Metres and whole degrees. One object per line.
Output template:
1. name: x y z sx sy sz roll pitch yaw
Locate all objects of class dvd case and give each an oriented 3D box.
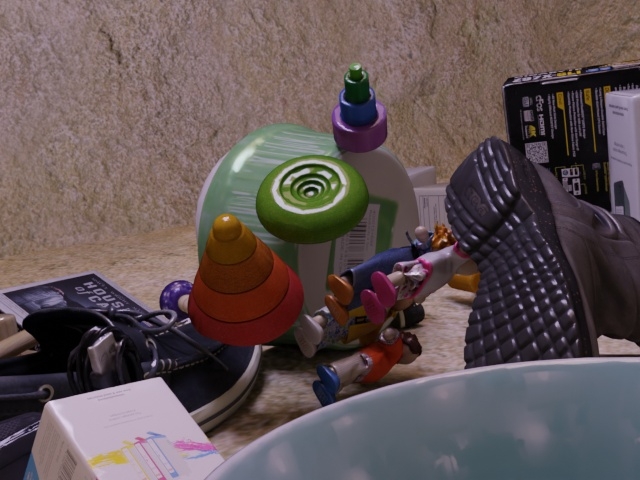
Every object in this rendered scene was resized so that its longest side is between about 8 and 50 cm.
1. dvd case: -0.322 0.111 1.209 0.179 0.029 0.239 32 18 17

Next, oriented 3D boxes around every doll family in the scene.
1. doll family: 0.069 0.050 0.914 0.163 0.118 0.263 -21 -27 -35

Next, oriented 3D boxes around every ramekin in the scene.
1. ramekin: 0.000 0.000 1.152 0.148 0.303 0.303 8 16 39

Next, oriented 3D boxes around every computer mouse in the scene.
1. computer mouse: -0.234 0.186 0.616 0.272 0.188 0.072 -19 33 -24

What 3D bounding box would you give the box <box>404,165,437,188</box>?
1. box: 0.091 -0.044 1.798 0.215 0.168 0.345 -4 10 27

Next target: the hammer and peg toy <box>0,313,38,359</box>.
1. hammer and peg toy: -0.449 0.164 0.995 0.361 0.127 0.266 -1 8 38

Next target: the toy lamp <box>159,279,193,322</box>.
1. toy lamp: -0.172 0.107 1.313 0.080 0.080 0.275 -11 7 -26

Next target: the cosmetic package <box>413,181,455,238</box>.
1. cosmetic package: 0.309 -0.030 1.575 0.129 0.153 0.296 -12 10 -38

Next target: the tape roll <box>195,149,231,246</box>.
1. tape roll: -0.053 -0.025 1.407 0.286 0.286 0.100 -14 10 -37

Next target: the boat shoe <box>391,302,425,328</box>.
1. boat shoe: 0.108 0.091 1.264 0.042 0.049 0.133 -14 17 -15

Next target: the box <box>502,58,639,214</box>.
1. box: 0.379 -0.063 1.127 0.257 0.322 0.079 -6 14 15

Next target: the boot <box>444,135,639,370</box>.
1. boot: 0.234 0.064 0.737 0.223 0.338 0.118 24 -46 -23

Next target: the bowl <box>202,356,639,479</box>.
1. bowl: 0.107 0.166 0.342 0.312 0.163 0.311 -7 9 1

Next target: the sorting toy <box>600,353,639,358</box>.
1. sorting toy: 0.216 0.158 0.760 0.307 0.041 0.229 -4 13 26

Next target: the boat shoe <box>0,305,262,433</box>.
1. boat shoe: -0.219 0.136 0.887 0.187 0.156 0.500 -5 7 30

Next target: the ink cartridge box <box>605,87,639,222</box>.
1. ink cartridge box: 0.451 -0.036 1.000 0.211 0.289 0.121 -7 11 5

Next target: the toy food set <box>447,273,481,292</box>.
1. toy food set: 0.295 0.015 1.350 0.232 0.111 0.104 -43 20 -16

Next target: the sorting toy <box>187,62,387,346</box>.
1. sorting toy: -0.026 -0.064 0.928 0.127 0.126 0.365 18 53 22

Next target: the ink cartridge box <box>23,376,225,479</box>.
1. ink cartridge box: -0.115 0.175 0.564 0.090 0.092 0.143 -7 40 -45
